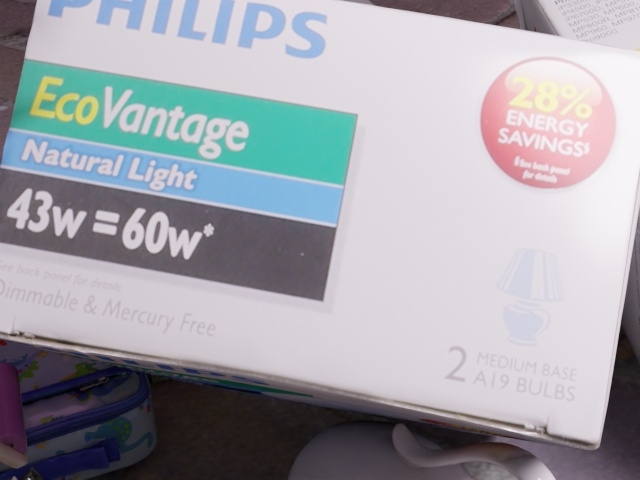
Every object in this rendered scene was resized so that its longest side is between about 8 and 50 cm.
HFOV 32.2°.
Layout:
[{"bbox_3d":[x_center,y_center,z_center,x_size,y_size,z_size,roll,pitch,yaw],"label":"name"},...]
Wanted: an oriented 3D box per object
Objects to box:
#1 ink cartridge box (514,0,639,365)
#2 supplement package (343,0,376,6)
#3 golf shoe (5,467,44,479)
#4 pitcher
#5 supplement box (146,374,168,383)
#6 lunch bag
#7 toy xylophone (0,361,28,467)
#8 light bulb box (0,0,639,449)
[{"bbox_3d":[0.302,-0.028,0.869,0.160,0.279,0.384,-19,46,3],"label":"ink cartridge box"},{"bbox_3d":[0.000,-0.161,1.352,0.199,0.198,0.262,-12,30,-11],"label":"supplement package"},{"bbox_3d":[-0.194,0.248,0.664,0.105,0.120,0.273,-40,19,13],"label":"golf shoe"},{"bbox_3d":[0.072,0.184,0.744,0.125,0.177,0.207,-11,28,-38],"label":"pitcher"},{"bbox_3d":[-0.139,0.086,1.077,0.083,0.056,0.083,-11,29,-11],"label":"supplement box"},{"bbox_3d":[-0.258,0.145,0.963,0.219,0.090,0.176,-15,34,-15],"label":"lunch bag"},{"bbox_3d":[-0.363,0.197,0.785,0.323,0.081,0.236,-26,34,7],"label":"toy xylophone"},{"bbox_3d":[0.000,0.000,0.767,0.358,0.225,0.361,10,-8,3],"label":"light bulb box"}]
